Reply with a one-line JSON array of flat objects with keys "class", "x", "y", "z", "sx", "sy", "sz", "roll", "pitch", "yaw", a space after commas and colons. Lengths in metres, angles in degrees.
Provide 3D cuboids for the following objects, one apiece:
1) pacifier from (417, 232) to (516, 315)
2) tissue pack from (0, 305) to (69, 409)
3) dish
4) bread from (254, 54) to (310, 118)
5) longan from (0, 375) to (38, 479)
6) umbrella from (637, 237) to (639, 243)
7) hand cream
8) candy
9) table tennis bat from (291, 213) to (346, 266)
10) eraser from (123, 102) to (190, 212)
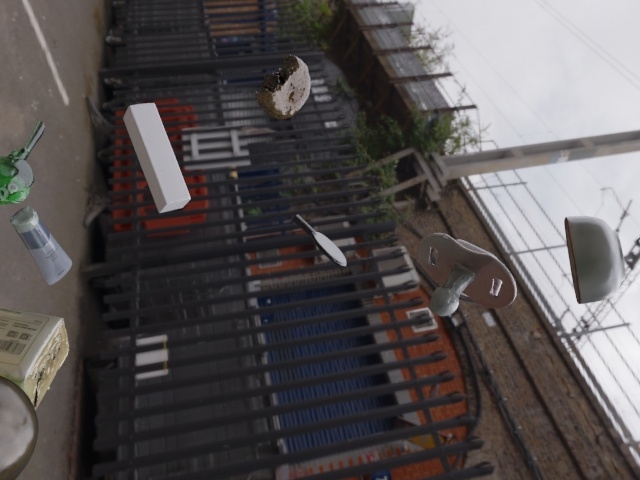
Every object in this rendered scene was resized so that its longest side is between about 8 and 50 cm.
[{"class": "pacifier", "x": 0.428, "y": 0.109, "z": 1.584, "sx": 0.332, "sy": 0.273, "sz": 0.220, "roll": 29, "pitch": -69, "yaw": 28}, {"class": "tissue pack", "x": -0.607, "y": 0.207, "z": 0.941, "sx": 0.159, "sy": 0.235, "sz": 0.125, "roll": -86, "pitch": -171, "yaw": -52}, {"class": "dish", "x": 0.718, "y": 0.046, "z": 1.355, "sx": 0.256, "sy": 0.117, "sz": 0.255, "roll": -8, "pitch": 90, "yaw": -67}, {"class": "bread", "x": -0.065, "y": -0.264, "z": 0.917, "sx": 0.060, "sy": 0.113, "sz": 0.082, "roll": 19, "pitch": -26, "yaw": 40}, {"class": "longan", "x": -0.462, "y": 0.252, "z": 0.671, "sx": 0.187, "sy": 0.168, "sz": 0.167, "roll": 47, "pitch": -29, "yaw": 31}, {"class": "umbrella", "x": 0.682, "y": 0.039, "z": 1.068, "sx": 0.149, "sy": 0.022, "sz": 0.022, "roll": 45, "pitch": 25, "yaw": -32}, {"class": "hand cream", "x": -0.638, "y": 0.017, "z": 1.199, "sx": 0.048, "sy": 0.079, "sz": 0.255, "roll": 31, "pitch": -31, "yaw": 12}, {"class": "candy", "x": -0.607, "y": -0.174, "z": 1.053, "sx": 0.323, "sy": 0.097, "sz": 0.097, "roll": -107, "pitch": -167, "yaw": -54}, {"class": "table tennis bat", "x": 0.000, "y": 0.000, "z": 1.702, "sx": 0.236, "sy": 0.027, "sz": 0.150, "roll": 42, "pitch": 14, "yaw": -8}, {"class": "eraser", "x": -0.462, "y": -0.232, "z": 1.460, "sx": 0.078, "sy": 0.076, "sz": 0.297, "roll": -28, "pitch": -98, "yaw": 53}]
